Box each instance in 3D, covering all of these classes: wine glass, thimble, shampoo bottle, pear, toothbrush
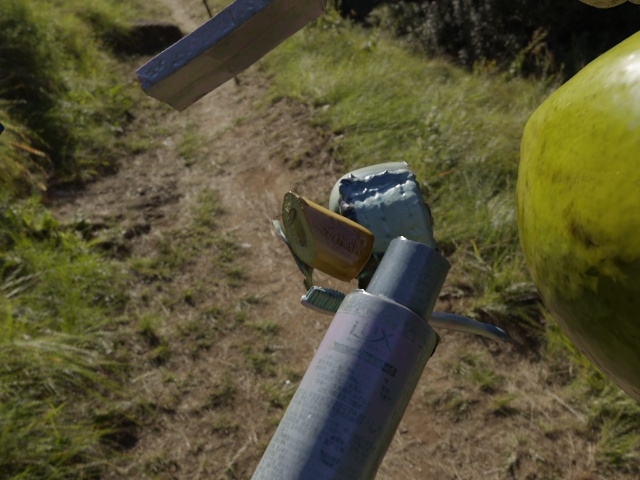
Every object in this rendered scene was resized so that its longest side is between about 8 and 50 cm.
[{"bbox_3d":[0.075,-0.036,1.449,0.322,0.238,0.238,-26,31,-3],"label":"wine glass"},{"bbox_3d":[0.114,-0.010,1.121,0.150,0.237,0.237,-12,31,2],"label":"thimble"},{"bbox_3d":[0.019,0.097,0.394,0.072,0.072,0.214,10,63,43],"label":"shampoo bottle"},{"bbox_3d":[0.243,-0.014,0.352,0.253,0.253,0.307,-36,23,-20],"label":"pear"},{"bbox_3d":[0.097,0.080,0.662,0.027,0.269,0.021,-52,38,35],"label":"toothbrush"}]

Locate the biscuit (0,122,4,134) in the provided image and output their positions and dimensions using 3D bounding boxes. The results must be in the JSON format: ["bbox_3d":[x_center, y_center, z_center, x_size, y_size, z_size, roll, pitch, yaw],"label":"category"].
[{"bbox_3d":[-0.555,-0.180,1.018,0.019,0.120,0.130,-14,1,31],"label":"biscuit"}]

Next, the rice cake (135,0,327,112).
[{"bbox_3d":[-0.125,-0.297,0.958,0.298,0.106,0.050,-35,72,3],"label":"rice cake"}]

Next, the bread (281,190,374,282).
[{"bbox_3d":[-0.002,0.000,0.640,0.103,0.049,0.062,26,55,0],"label":"bread"}]

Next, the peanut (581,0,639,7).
[{"bbox_3d":[0.253,-0.240,0.548,0.187,0.082,0.082,-17,22,-38],"label":"peanut"}]
